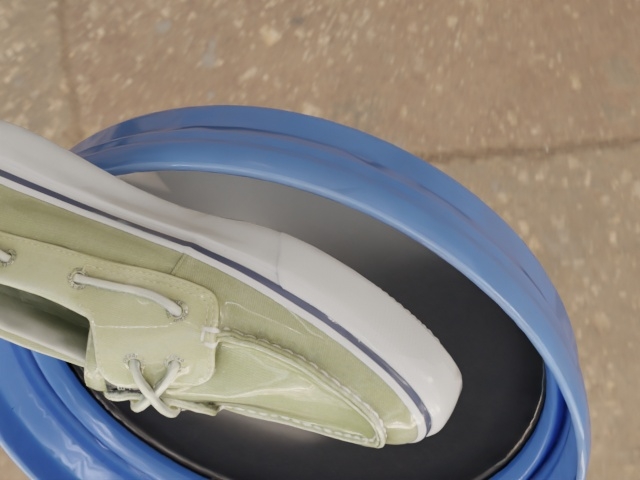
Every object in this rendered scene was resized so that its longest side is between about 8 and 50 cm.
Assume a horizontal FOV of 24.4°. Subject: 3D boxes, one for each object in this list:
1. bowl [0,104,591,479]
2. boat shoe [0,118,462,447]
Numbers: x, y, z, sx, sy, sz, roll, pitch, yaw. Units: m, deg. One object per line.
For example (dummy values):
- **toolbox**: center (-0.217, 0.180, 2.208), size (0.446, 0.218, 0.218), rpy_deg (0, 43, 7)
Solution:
- **bowl**: center (-0.029, 0.084, 0.904), size (0.391, 0.077, 0.391), rpy_deg (10, 134, 11)
- **boat shoe**: center (-0.081, 0.038, 0.723), size (0.302, 0.094, 0.109), rpy_deg (23, 150, 14)
